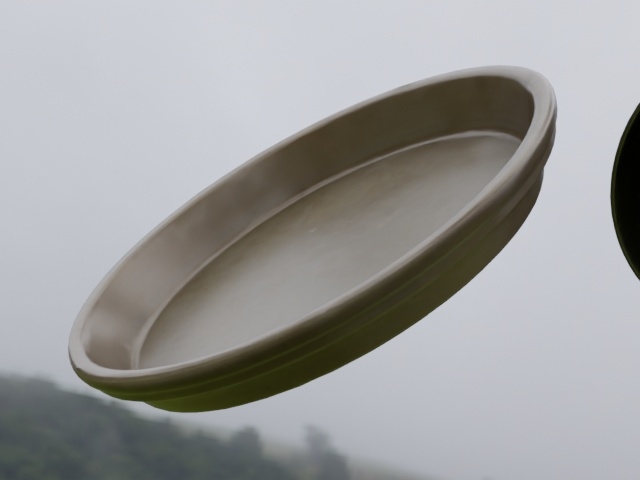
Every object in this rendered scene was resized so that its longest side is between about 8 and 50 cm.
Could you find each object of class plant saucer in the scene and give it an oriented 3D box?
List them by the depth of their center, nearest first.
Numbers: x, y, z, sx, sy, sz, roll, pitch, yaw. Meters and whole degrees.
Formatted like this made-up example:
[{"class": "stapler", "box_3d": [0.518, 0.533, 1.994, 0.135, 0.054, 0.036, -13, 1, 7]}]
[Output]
[{"class": "plant saucer", "box_3d": [0.000, 0.000, 0.953, 0.278, 0.278, 0.041, -11, -62, 46]}]

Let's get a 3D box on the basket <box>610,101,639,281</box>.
[{"class": "basket", "box_3d": [0.275, -0.086, 1.034, 0.154, 0.227, 0.204, 33, -46, 7]}]
